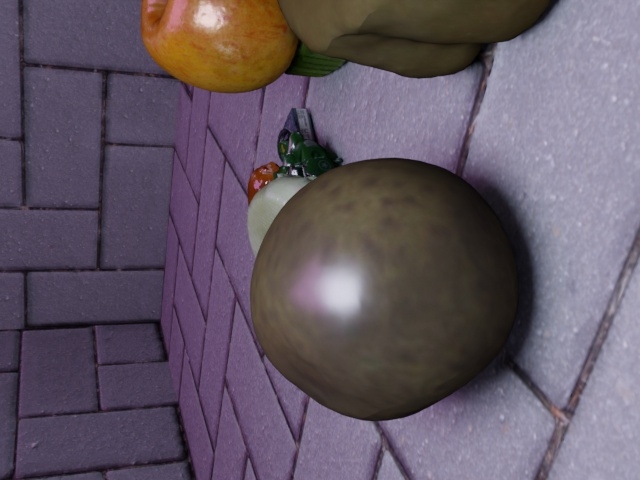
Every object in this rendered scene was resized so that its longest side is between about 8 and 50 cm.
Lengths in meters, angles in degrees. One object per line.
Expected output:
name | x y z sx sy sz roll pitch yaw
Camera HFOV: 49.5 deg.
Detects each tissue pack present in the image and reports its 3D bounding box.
tissue pack | -0.048 -0.201 1.552 0.112 0.051 0.156 123 141 -59

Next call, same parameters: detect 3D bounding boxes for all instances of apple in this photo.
apple | -0.189 -0.424 1.310 0.299 0.275 0.298 -177 90 -67

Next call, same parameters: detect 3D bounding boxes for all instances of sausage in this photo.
sausage | -0.115 -0.022 1.606 0.097 0.094 0.348 -117 22 -52

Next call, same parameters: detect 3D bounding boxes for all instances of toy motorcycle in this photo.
toy motorcycle | -0.035 -0.089 1.417 0.187 0.125 0.274 18 113 54

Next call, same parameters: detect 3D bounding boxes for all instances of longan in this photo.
longan | 0.078 0.066 0.892 0.361 0.361 0.360 180 90 -69

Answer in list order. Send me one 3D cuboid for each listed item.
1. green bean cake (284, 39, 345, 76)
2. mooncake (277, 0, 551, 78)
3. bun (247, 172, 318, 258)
green bean cake | -0.009 -0.434 1.366 0.214 0.113 0.200 -173 81 -69
mooncake | 0.115 -0.444 0.850 0.467 0.262 0.466 -178 90 -68
bun | 0.000 0.000 1.270 0.283 0.179 0.283 35 138 39
